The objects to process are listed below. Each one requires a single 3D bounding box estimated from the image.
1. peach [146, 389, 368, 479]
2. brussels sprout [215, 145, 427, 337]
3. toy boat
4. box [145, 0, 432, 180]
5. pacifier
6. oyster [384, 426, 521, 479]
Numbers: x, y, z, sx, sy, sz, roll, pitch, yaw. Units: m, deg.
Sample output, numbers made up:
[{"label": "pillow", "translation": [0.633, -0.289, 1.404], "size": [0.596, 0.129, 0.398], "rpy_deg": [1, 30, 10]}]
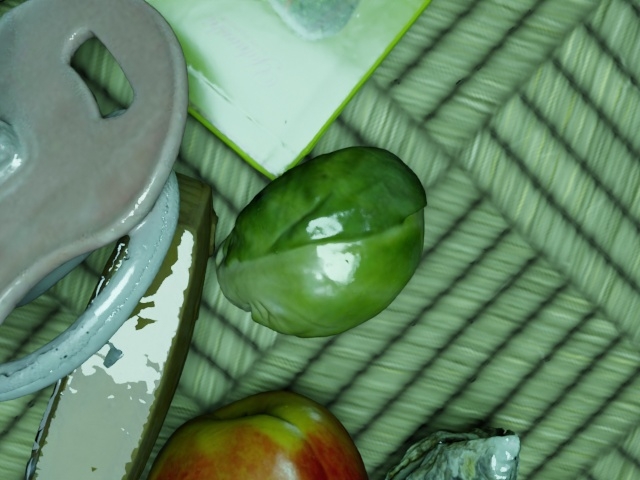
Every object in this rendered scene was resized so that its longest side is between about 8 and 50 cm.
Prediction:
[{"label": "peach", "translation": [-0.048, 0.228, 0.497], "size": [0.190, 0.190, 0.192], "rpy_deg": [-12, 98, -2]}, {"label": "brussels sprout", "translation": [0.001, 0.002, 0.476], "size": [0.183, 0.145, 0.131], "rpy_deg": [-34, 107, 2]}, {"label": "toy boat", "translation": [-0.158, 0.099, 0.501], "size": [0.089, 0.121, 0.320], "rpy_deg": [18, 85, -7]}, {"label": "box", "translation": [0.001, -0.230, 0.484], "size": [0.187, 0.047, 0.335], "rpy_deg": [39, 95, -10]}, {"label": "pacifier", "translation": [-0.239, -0.051, 0.400], "size": [0.332, 0.220, 0.273], "rpy_deg": [-39, 117, 4]}, {"label": "oyster", "translation": [0.113, 0.299, 0.553], "size": [0.162, 0.158, 0.350], "rpy_deg": [-7, 119, -37]}]
